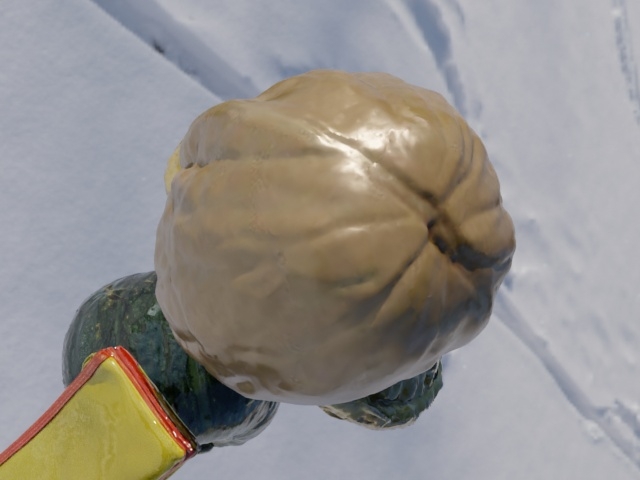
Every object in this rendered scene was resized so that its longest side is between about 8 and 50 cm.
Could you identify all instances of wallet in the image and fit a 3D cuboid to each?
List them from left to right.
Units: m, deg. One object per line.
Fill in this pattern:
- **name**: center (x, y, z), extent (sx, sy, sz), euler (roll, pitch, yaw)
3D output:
- **wallet**: center (-0.238, 0.226, 0.930), extent (0.141, 0.241, 0.067), euler (51, 13, 17)

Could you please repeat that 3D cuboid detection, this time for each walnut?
- **walnut**: center (0.000, 0.000, 0.620), extent (0.224, 0.261, 0.225), euler (2, 86, -26)

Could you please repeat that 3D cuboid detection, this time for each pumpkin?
- **pumpkin**: center (-0.208, 0.160, 1.284), extent (0.197, 0.292, 0.264), euler (42, 44, -79)

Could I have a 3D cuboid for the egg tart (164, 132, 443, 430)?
- **egg tart**: center (0.018, 0.008, 0.971), extent (0.388, 0.169, 0.388), euler (39, 29, -26)
